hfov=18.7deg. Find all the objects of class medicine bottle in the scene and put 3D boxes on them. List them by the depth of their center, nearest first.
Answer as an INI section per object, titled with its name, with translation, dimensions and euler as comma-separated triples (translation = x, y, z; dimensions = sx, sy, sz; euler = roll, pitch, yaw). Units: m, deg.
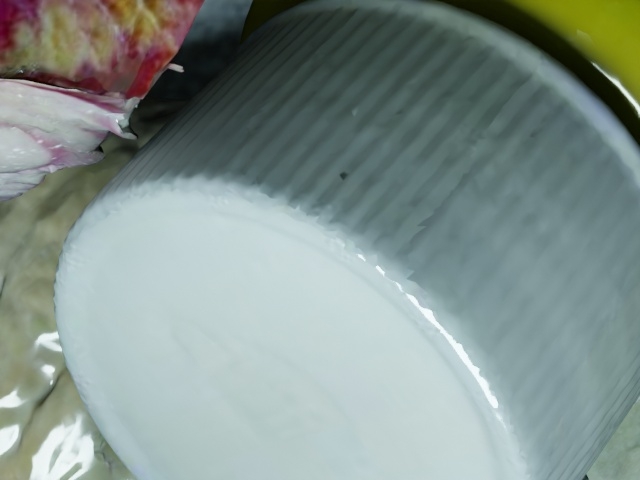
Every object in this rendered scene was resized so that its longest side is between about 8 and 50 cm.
[medicine bottle]
translation = 0.081, -0.053, 0.753
dimensions = 0.384, 0.224, 0.224
euler = -49, 139, -40

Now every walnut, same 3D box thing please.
[walnut]
translation = -0.087, 0.041, 0.840
dimensions = 0.178, 0.178, 0.230
euler = 22, 94, -39

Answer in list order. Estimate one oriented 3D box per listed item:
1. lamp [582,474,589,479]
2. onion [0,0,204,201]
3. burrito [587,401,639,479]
[lamp]
translation = 0.042, 0.149, 0.936
dimensions = 0.203, 0.124, 0.283
euler = -27, 164, -18
[onion]
translation = -0.150, -0.139, 0.665
dimensions = 0.256, 0.272, 0.230
euler = 12, 84, -43
[burrito]
translation = 0.201, -0.040, 1.026
dimensions = 0.117, 0.076, 0.392
euler = 13, 108, -28
